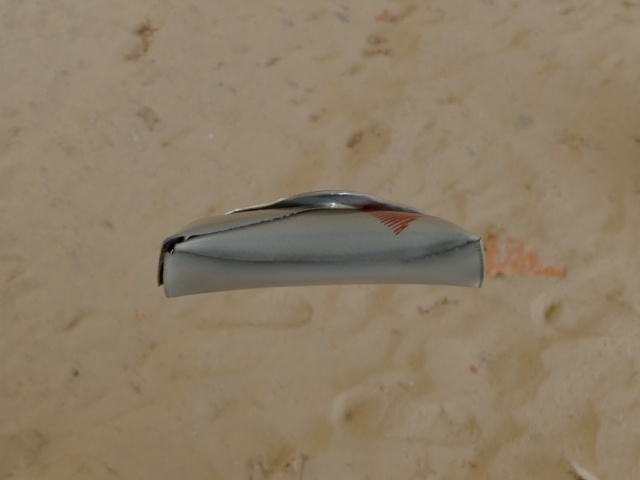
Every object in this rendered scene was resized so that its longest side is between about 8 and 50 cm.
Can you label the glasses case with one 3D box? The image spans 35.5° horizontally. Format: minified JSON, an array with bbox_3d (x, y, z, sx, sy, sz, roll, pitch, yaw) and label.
[{"bbox_3d":[0.000,0.000,0.919,0.308,0.128,0.083,-2,74,-2],"label":"glasses case"}]
